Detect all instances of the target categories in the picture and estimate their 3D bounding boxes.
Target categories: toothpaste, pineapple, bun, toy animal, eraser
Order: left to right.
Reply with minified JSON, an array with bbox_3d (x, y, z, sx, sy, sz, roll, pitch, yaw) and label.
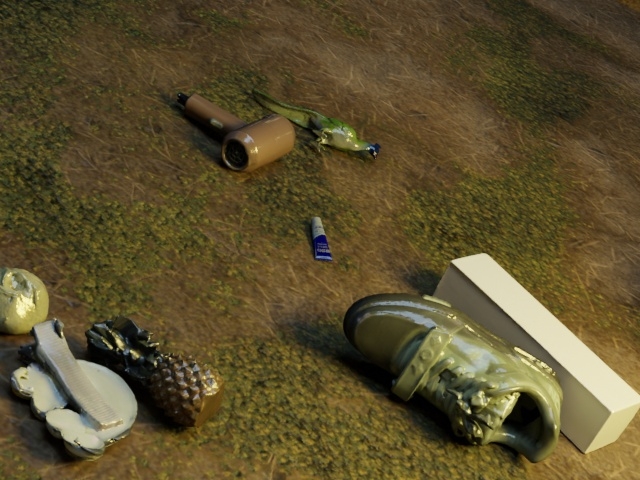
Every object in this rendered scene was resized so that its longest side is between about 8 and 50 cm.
[{"bbox_3d":[-0.331,0.059,1.535,0.086,0.055,0.086,18,31,-11],"label":"bun"},{"bbox_3d":[-0.180,0.136,1.519,0.159,0.074,0.074,31,30,14],"label":"pineapple"},{"bbox_3d":[-0.014,-0.171,2.149,0.217,0.041,0.075,23,29,3],"label":"toy animal"},{"bbox_3d":[0.000,0.000,1.919,0.024,0.015,0.083,8,39,-15],"label":"toothpaste"},{"bbox_3d":[0.274,0.140,1.845,0.078,0.076,0.298,-9,45,-45],"label":"eraser"}]

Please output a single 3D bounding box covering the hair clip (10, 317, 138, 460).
[{"bbox_3d":[-0.247,0.154,1.460,0.116,0.049,0.172,-16,52,-43],"label":"hair clip"}]

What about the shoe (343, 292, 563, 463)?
[{"bbox_3d":[0.165,0.166,1.684,0.293,0.109,0.149,24,24,-13],"label":"shoe"}]

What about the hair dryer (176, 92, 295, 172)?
[{"bbox_3d":[-0.137,-0.163,2.032,0.181,0.064,0.117,29,31,21],"label":"hair dryer"}]
